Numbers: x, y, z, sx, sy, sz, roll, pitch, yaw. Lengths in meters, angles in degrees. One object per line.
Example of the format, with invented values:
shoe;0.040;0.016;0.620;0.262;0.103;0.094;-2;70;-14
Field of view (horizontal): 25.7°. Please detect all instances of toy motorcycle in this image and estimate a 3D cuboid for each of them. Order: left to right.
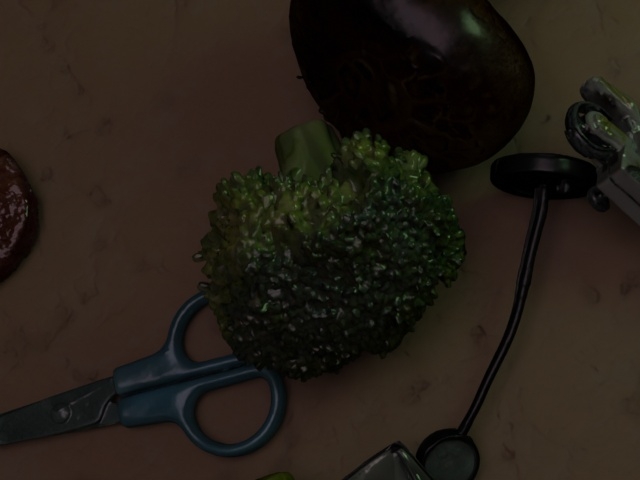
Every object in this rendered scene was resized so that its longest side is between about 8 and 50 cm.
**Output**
toy motorcycle;0.345;-0.074;1.433;0.228;0.074;0.151;44;48;-1

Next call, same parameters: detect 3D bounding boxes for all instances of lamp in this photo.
lamp;0.187;0.082;1.486;0.130;0.108;0.371;13;97;-21

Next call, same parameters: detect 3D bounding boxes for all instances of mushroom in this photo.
mushroom;0.090;-0.201;1.467;0.297;0.163;0.278;35;131;21

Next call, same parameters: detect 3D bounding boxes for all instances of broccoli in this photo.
broccoli;0.001;0.010;1.435;0.288;0.235;0.260;-19;93;7

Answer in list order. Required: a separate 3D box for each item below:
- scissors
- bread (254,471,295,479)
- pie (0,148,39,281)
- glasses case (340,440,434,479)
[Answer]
scissors;-0.256;0.187;1.594;0.447;0.029;0.193;-15;73;12
bread;-0.057;0.306;1.461;0.111;0.129;0.114;-32;78;-8
pie;-0.424;-0.027;1.685;0.182;0.049;0.182;-3;78;16
glasses case;0.137;0.340;1.406;0.308;0.083;0.128;45;108;20
